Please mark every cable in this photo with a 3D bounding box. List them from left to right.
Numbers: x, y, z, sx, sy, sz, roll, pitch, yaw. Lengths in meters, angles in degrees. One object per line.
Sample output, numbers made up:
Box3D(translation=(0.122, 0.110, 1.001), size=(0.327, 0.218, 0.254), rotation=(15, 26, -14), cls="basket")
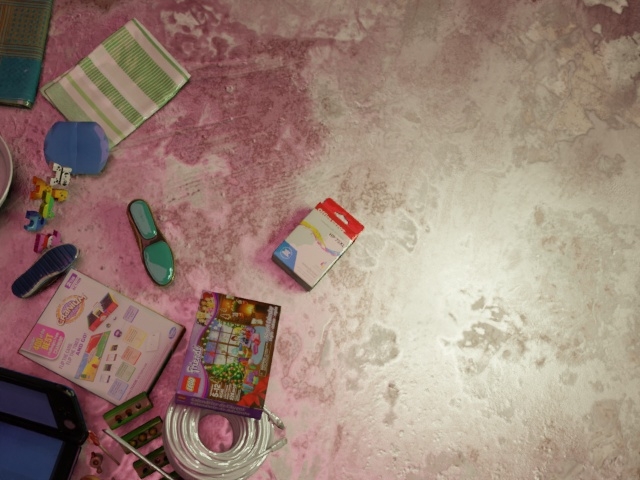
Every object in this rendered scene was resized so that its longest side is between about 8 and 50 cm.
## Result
Box3D(translation=(-0.239, 0.441, 1.759), size=(0.257, 0.089, 0.257), rotation=(-34, 80, -34), cls="cable")

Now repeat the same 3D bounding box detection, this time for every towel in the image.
Box3D(translation=(-0.862, -0.529, 1.997), size=(0.272, 0.040, 0.370), rotation=(6, 74, -5), cls="towel")
Box3D(translation=(-0.537, -0.411, 1.999), size=(0.325, 0.038, 0.248), rotation=(-43, 85, -13), cls="towel")

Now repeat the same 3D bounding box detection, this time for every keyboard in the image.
Box3D(translation=(-0.383, 0.499, 1.697), size=(0.256, 0.072, 0.014), rotation=(40, 73, -9), cls="keyboard")

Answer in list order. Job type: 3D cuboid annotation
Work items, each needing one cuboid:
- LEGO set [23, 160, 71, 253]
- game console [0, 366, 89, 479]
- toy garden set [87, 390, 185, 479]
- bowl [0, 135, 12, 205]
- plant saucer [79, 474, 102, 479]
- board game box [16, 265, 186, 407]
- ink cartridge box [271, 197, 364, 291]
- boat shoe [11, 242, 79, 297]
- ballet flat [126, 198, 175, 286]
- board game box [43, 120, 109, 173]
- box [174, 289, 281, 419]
Box3D(translation=(-0.664, -0.089, 1.883), size=(0.087, 0.093, 0.227), rotation=(23, 104, 35), cls="LEGO set")
Box3D(translation=(-0.687, 0.429, 1.678), size=(0.293, 0.250, 0.173), rotation=(12, 41, 13), cls="game console")
Box3D(translation=(-0.435, 0.506, 1.746), size=(0.204, 0.049, 0.244), rotation=(-29, 98, -6), cls="toy garden set")
Box3D(translation=(-0.887, -0.146, 1.850), size=(0.298, 0.134, 0.297), rotation=(1, 77, -6), cls="bowl")
Box3D(translation=(-0.492, 0.620, 1.689), size=(0.037, 0.200, 0.199), rotation=(-4, 75, -39), cls="plant saucer")
Box3D(translation=(-0.521, 0.241, 1.828), size=(0.317, 0.064, 0.242), rotation=(29, 75, 2), cls="board game box")
Box3D(translation=(0.000, 0.000, 1.932), size=(0.134, 0.078, 0.231), rotation=(40, 76, 5), cls="ink cartridge box")
Box3D(translation=(-0.666, 0.073, 1.853), size=(0.183, 0.066, 0.066), rotation=(-36, 80, -7), cls="boat shoe")
Box3D(translation=(-0.420, 0.007, 1.894), size=(0.080, 0.073, 0.232), rotation=(-17, 85, -18), cls="ballet flat")
Box3D(translation=(-0.618, -0.235, 1.936), size=(0.169, 0.033, 0.133), rotation=(1, 91, 2), cls="board game box")
Box3D(translation=(-0.212, 0.265, 1.792), size=(0.201, 0.057, 0.293), rotation=(12, 49, -5), cls="box")
